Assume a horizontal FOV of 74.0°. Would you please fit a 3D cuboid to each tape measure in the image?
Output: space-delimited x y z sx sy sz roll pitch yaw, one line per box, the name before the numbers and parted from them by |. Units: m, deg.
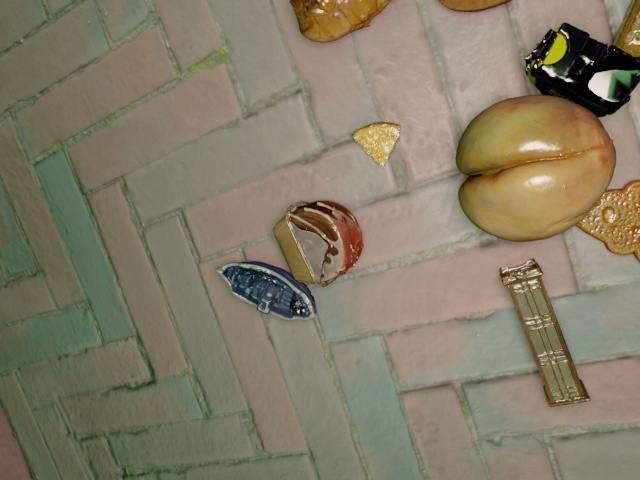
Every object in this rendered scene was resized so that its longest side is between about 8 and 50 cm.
tape measure | 0.490 -0.318 0.807 0.199 0.186 0.112 37 107 13

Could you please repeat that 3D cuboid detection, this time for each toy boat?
toy boat | -0.149 0.138 1.156 0.309 0.142 0.129 24 111 12

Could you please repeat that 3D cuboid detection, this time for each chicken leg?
chicken leg | 0.102 -0.609 0.872 0.410 0.182 0.294 -15 78 35

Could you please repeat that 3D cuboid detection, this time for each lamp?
lamp | 0.508 0.211 0.970 0.089 0.090 0.325 -21 94 23

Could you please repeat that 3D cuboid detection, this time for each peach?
peach | 0.412 -0.142 0.840 0.292 0.248 0.291 -6 81 40

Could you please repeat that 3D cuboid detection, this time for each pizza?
pizza | 0.139 -0.230 1.034 0.123 0.026 0.108 -5 103 18

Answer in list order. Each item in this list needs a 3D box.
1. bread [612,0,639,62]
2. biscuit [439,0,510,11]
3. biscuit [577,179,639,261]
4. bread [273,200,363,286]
bread | 0.685 -0.394 0.762 0.234 0.110 0.184 21 102 15
biscuit | 0.301 -0.644 0.816 0.314 0.063 0.367 2 110 36
biscuit | 0.658 -0.042 0.886 0.281 0.043 0.183 12 102 21
bread | 0.000 0.000 1.083 0.212 0.142 0.224 -21 95 37
